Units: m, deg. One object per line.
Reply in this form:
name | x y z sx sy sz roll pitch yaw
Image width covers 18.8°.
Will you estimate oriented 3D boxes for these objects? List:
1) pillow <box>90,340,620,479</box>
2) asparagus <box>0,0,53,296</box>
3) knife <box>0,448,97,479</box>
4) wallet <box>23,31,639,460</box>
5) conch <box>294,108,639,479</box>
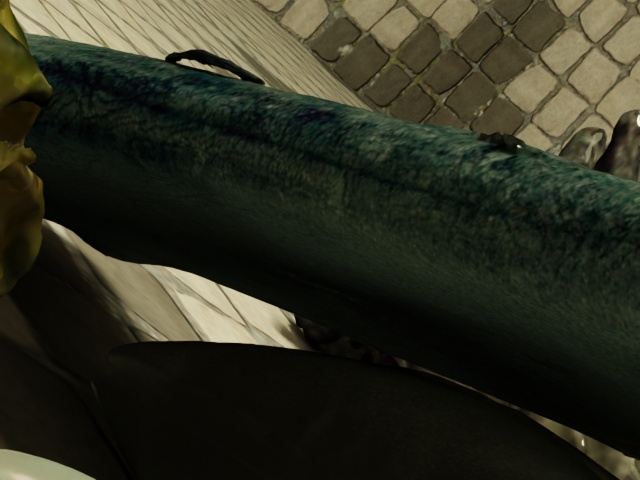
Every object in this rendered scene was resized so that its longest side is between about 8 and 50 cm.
pillow | 0.063 0.117 0.555 0.186 0.106 0.250 25 -10 48
asparagus | -0.204 -0.130 0.500 0.382 0.108 0.128 45 -30 24
knife | -0.077 0.076 0.308 0.073 0.041 0.265 33 6 4
wallet | 0.000 0.000 0.585 0.379 0.046 0.190 18 -13 41
conch | 0.114 0.063 0.977 0.241 0.186 0.313 66 -16 -17
